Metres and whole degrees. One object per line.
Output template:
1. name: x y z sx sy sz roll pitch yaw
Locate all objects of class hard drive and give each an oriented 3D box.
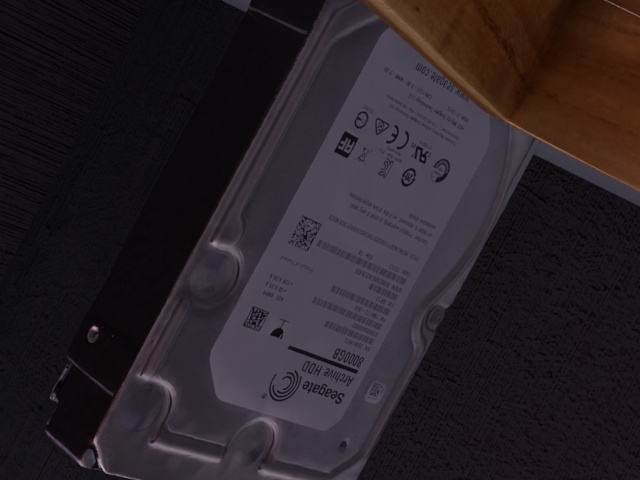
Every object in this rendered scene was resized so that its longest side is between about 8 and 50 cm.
1. hard drive: 0.000 0.000 0.932 0.064 0.339 0.237 33 -175 42

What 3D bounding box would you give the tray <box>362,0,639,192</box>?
1. tray: 0.109 -0.043 0.348 0.203 0.076 0.411 29 -175 14
